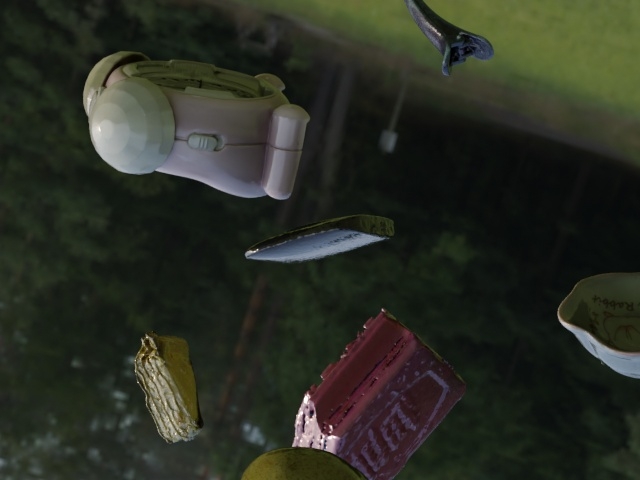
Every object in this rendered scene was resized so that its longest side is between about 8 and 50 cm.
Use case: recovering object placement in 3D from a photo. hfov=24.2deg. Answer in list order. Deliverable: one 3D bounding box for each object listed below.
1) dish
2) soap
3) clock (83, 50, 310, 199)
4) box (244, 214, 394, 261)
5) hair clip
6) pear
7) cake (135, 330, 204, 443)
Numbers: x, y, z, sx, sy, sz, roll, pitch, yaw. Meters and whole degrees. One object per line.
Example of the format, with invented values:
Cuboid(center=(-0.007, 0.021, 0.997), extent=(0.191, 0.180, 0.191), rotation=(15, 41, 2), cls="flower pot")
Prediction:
Cuboid(center=(0.418, 0.123, 1.925), extent=(0.229, 0.081, 0.229), rotation=(0, -154, 0), cls="dish")
Cuboid(center=(0.056, 0.227, 1.883), extent=(0.099, 0.250, 0.162), rotation=(39, 179, 40), cls="soap")
Cuboid(center=(-0.208, -0.189, 2.360), extent=(0.325, 0.184, 0.342), rotation=(11, -170, -16), cls="clock")
Cuboid(center=(0.000, 0.000, 2.202), extent=(0.201, 0.042, 0.212), rotation=(-14, 172, 24), cls="box")
Cuboid(center=(0.162, -0.349, 2.254), extent=(0.083, 0.048, 0.275), rotation=(-24, -130, -8), cls="hair clip")
Cuboid(center=(-0.012, 0.297, 1.562), extent=(0.167, 0.167, 0.136), rotation=(13, -165, -27), cls="pear")
Cuboid(center=(-0.238, 0.237, 2.409), extent=(0.185, 0.079, 0.116), rotation=(57, -163, 10), cls="cake")
